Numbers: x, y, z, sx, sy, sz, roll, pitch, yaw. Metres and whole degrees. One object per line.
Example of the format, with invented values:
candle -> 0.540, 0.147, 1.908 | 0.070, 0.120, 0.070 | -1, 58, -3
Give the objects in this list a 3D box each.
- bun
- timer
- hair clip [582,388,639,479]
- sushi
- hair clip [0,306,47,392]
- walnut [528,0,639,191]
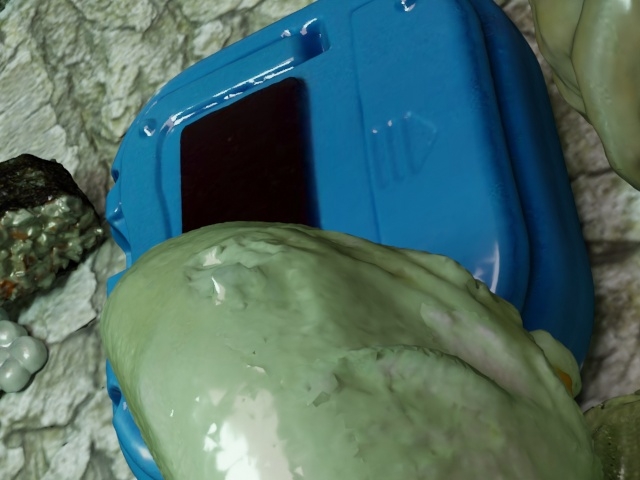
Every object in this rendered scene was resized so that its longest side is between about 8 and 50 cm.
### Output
bun -> 0.031, 0.104, 0.549 | 0.179, 0.283, 0.283 | -24, 48, -11
timer -> 0.000, 0.000, 0.795 | 0.309, 0.115, 0.340 | -23, 53, 25
hair clip -> 0.153, 0.209, 0.553 | 0.138, 0.091, 0.321 | -25, 37, 48
sushi -> -0.243, -0.001, 0.958 | 0.150, 0.090, 0.078 | -26, 52, -15
hair clip -> -0.315, 0.082, 1.005 | 0.140, 0.054, 0.220 | -43, 50, -12
walnut -> 0.226, -0.127, 0.643 | 0.248, 0.248, 0.248 | -17, 55, 25
